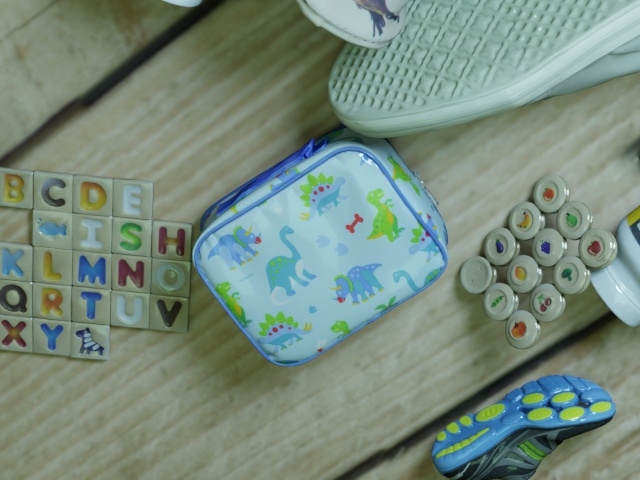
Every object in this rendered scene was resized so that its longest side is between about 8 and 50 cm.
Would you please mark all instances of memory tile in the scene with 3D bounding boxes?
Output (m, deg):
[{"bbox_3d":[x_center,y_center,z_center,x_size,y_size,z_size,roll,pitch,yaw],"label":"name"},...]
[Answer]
[{"bbox_3d":[0.202,0.020,1.739,0.148,0.012,0.113,-50,57,24],"label":"memory tile"}]

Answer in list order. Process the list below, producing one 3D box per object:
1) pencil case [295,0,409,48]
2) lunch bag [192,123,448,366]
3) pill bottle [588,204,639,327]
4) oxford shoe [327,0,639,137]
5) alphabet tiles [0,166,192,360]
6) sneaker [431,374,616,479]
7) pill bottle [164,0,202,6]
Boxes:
[{"bbox_3d":[0.102,-0.366,1.536,0.160,0.183,0.410,29,111,-13],"label":"pencil case"},{"bbox_3d":[0.000,0.000,1.749,0.219,0.090,0.176,-33,107,18],"label":"lunch bag"},{"bbox_3d":[0.339,-0.003,1.706,0.184,0.103,0.103,-40,104,19],"label":"pill bottle"},{"bbox_3d":[0.219,-0.188,1.624,0.449,0.169,0.130,-22,145,16],"label":"oxford shoe"},{"bbox_3d":[-0.245,0.027,1.829,0.237,0.009,0.198,6,113,4],"label":"alphabet tiles"},{"bbox_3d":[0.204,0.192,1.834,0.188,0.067,0.078,-25,130,13],"label":"sneaker"},{"bbox_3d":[-0.099,-0.315,1.606,0.119,0.119,0.208,29,112,-7],"label":"pill bottle"}]
